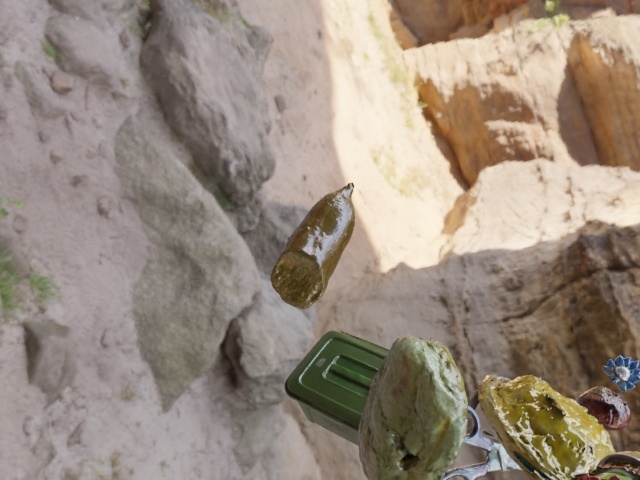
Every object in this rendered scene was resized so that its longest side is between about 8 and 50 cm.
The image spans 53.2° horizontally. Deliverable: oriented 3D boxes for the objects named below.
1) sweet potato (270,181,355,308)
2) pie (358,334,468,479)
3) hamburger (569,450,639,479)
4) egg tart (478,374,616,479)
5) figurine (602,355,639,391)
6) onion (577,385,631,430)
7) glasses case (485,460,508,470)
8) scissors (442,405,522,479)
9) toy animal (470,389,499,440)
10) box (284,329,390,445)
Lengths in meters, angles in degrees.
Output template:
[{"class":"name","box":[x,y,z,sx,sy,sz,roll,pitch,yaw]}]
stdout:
[{"class":"sweet potato","box":[0.000,0.000,1.682,0.369,0.158,0.158,-59,134,-32]},{"class":"pie","box":[0.102,0.225,0.803,0.201,0.090,0.248,-97,-161,-54]},{"class":"hamburger","box":[0.386,0.340,0.777,0.137,0.175,0.175,-25,102,-34]},{"class":"egg tart","box":[0.377,0.304,1.003,0.291,0.107,0.291,31,18,-11]},{"class":"figurine","box":[0.971,0.417,2.035,0.079,0.114,0.114,29,51,-52]},{"class":"onion","box":[0.591,0.356,1.331,0.107,0.107,0.097,2,105,-67]},{"class":"glasses case","box":[0.603,0.765,2.172,0.021,0.083,0.032,-59,145,-50]},{"class":"scissors","box":[0.467,0.558,1.626,0.029,0.383,0.256,-174,-85,-72]},{"class":"toy animal","box":[0.614,0.592,2.185,0.235,0.187,0.165,-73,163,-83]},{"class":"box","box":[0.099,0.412,1.725,0.253,0.329,0.177,-47,141,-31]}]
